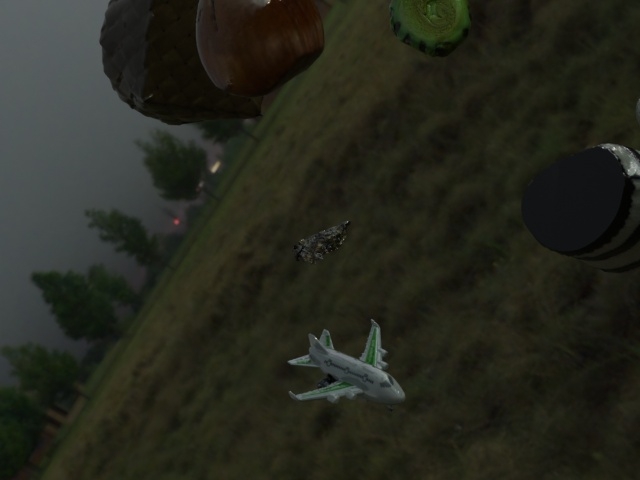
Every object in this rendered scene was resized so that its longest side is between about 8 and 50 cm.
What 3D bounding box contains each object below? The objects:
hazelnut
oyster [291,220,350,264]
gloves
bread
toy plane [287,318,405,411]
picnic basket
[{"bbox_3d":[-0.069,-0.241,0.994,0.150,0.150,0.150,-55,10,14],"label":"hazelnut"},{"bbox_3d":[0.000,-0.001,1.791,0.132,0.086,0.029,-50,-40,-32],"label":"oyster"},{"bbox_3d":[0.273,-0.035,0.755,0.131,0.218,0.140,53,127,39],"label":"gloves"},{"bbox_3d":[0.179,-0.366,1.441,0.130,0.139,0.071,-55,-6,-2],"label":"bread"},{"bbox_3d":[0.066,0.266,1.759,0.251,0.255,0.101,-39,-41,-32],"label":"toy plane"},{"bbox_3d":[-0.288,-0.374,1.739,0.337,0.337,0.293,-127,44,-80],"label":"picnic basket"}]
